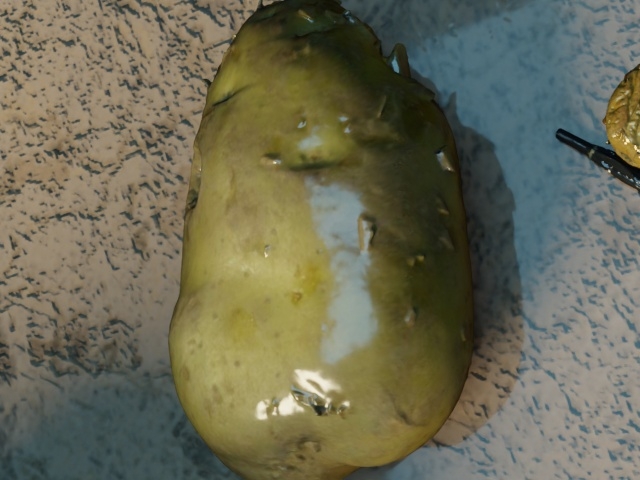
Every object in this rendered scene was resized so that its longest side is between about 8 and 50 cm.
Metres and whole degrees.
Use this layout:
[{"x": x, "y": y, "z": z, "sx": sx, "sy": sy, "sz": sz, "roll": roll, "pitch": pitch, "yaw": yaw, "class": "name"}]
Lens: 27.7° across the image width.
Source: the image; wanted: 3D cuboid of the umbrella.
[{"x": 0.247, "y": 0.002, "z": 0.740, "sx": 0.269, "sy": 0.044, "sz": 0.044, "roll": 28, "pitch": 66, "yaw": 20, "class": "umbrella"}]

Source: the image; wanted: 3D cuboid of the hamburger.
[{"x": 0.208, "y": -0.070, "z": 0.751, "sx": 0.083, "sy": 0.044, "sz": 0.076, "roll": 22, "pitch": 73, "yaw": 25, "class": "hamburger"}]

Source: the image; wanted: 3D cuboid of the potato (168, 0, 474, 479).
[{"x": 0.000, "y": 0.000, "z": 0.771, "sx": 0.191, "sy": 0.141, "sz": 0.296, "roll": -8, "pitch": 83, "yaw": 34, "class": "potato"}]
